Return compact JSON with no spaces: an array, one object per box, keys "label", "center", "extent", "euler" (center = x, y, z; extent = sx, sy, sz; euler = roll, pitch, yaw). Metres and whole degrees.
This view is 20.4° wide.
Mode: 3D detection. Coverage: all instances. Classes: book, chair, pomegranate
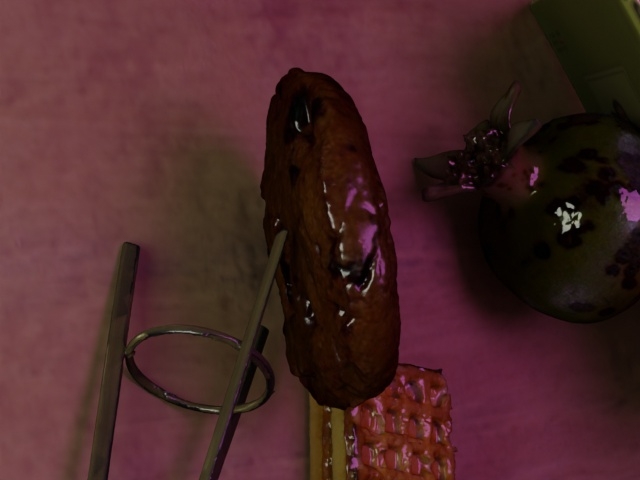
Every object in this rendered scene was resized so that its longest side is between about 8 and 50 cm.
[{"label":"book","center":[0.263,-0.029,1.245],"extent":[0.352,0.035,0.239],"euler":[61,-2,-5]},{"label":"chair","center":[-0.069,0.099,0.916],"extent":[0.104,0.095,0.222],"euler":[31,54,-23]},{"label":"pomegranate","center":[0.160,-0.028,1.190],"extent":[0.169,0.148,0.148],"euler":[46,46,-16]}]

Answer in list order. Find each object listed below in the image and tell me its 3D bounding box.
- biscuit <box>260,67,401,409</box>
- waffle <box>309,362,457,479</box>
[{"label":"biscuit","center":[0.000,0.000,0.978],"extent":[0.049,0.192,0.192],"euler":[-9,81,-16]},{"label":"waffle","center":[0.038,0.143,1.059],"extent":[0.102,0.042,0.148],"euler":[19,62,-45]}]
